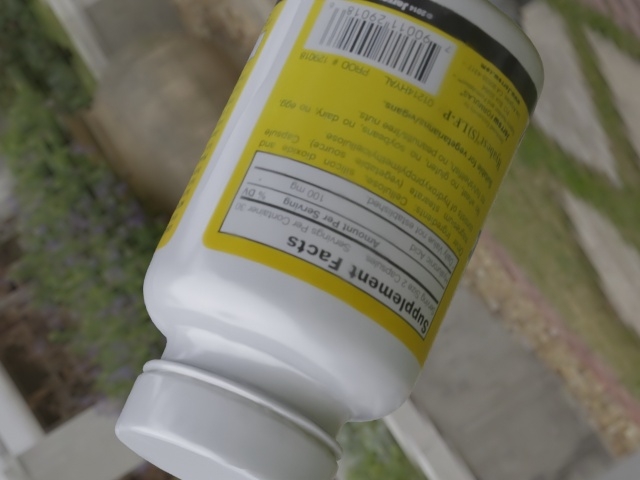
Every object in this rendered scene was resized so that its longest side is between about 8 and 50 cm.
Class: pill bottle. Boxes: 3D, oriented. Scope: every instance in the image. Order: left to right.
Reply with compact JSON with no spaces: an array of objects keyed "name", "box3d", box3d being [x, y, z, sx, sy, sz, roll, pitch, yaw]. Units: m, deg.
[{"name":"pill bottle","box3d":[0.000,0.000,0.433,0.065,0.116,0.065,23,164,7]}]
